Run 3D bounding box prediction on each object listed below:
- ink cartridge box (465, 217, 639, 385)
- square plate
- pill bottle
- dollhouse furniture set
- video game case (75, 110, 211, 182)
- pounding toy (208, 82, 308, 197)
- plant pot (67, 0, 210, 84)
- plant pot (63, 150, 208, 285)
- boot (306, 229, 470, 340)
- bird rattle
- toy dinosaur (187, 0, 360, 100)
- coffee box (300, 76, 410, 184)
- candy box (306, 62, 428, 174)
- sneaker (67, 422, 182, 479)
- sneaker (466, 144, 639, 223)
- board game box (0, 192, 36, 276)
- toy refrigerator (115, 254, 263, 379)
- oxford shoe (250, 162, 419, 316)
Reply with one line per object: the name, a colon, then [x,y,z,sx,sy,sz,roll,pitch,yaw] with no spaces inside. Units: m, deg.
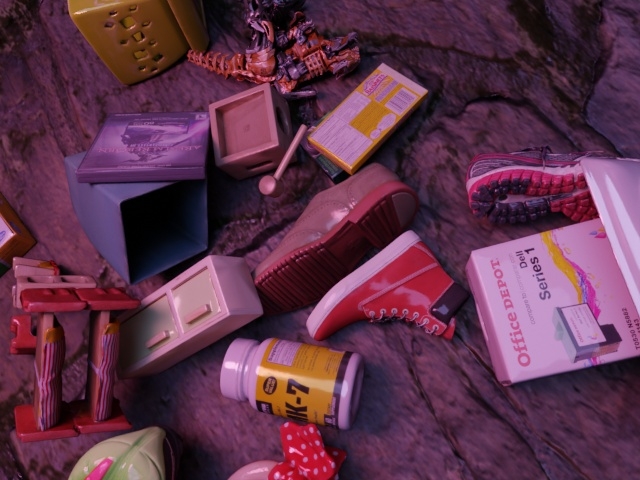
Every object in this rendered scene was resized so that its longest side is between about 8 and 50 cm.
ink cartridge box: [0.380,0.086,0.815,0.278,0.117,0.201,-15,72,7]
square plate: [0.526,0.039,0.729,0.344,0.049,0.347,-2,69,-30]
pill bottle: [-0.043,0.220,0.870,0.208,0.119,0.119,7,77,15]
dollhouse furniture set: [-0.427,0.156,0.920,0.374,0.152,0.201,15,101,58]
video game case: [-0.295,-0.172,0.965,0.196,0.026,0.274,-3,31,-7]
pounding toy: [-0.091,-0.165,0.990,0.181,0.094,0.206,-15,72,18]
plant pot: [-0.346,-0.476,1.077,0.207,0.228,0.227,-13,72,1]
plant pot: [-0.339,-0.071,0.968,0.234,0.166,0.165,30,41,30]
boot: [0.112,0.122,0.884,0.244,0.088,0.176,-38,72,-3]
bird rattle: [-0.065,0.404,0.816,0.206,0.143,0.254,-9,72,11]
toy dinosaur: [-0.091,-0.373,1.036,0.321,0.164,0.219,-3,90,-10]
coffee box: [0.060,-0.202,1.004,0.184,0.040,0.113,-40,70,-1]
candy box: [0.082,-0.214,0.954,0.105,0.027,0.206,38,76,23]
sneaker: [-0.329,0.493,0.835,0.185,0.202,0.483,32,101,8]
sneaker: [0.386,-0.104,0.873,0.299,0.121,0.112,1,45,5]
board game box: [-0.765,-0.028,1.123,0.242,0.064,0.316,-43,71,-2]
toy refrigerator: [-0.232,0.130,0.900,0.269,0.094,0.102,-31,70,26]
oxford shoe: [0.000,0.000,0.943,0.348,0.123,0.130,-34,44,3]
